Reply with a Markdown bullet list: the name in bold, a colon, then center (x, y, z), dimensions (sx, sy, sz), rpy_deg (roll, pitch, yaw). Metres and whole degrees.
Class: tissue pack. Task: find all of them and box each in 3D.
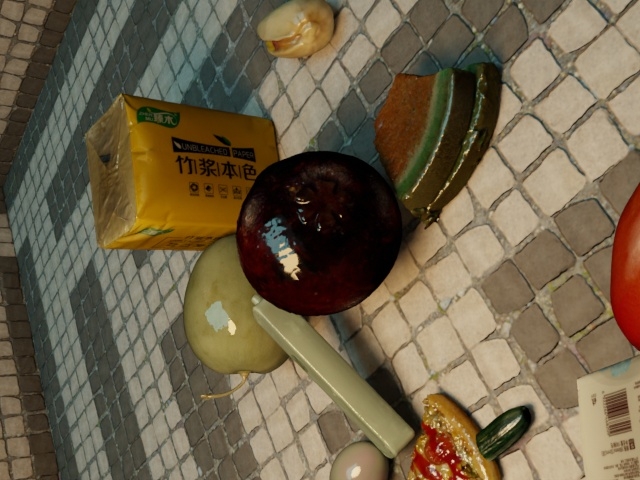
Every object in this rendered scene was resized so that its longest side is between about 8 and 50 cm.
- **tissue pack**: center (-0.288, -0.133, 1.472), dimensions (0.228, 0.382, 0.293), rpy_deg (-26, 69, 47)
- **tissue pack**: center (0.380, 0.185, 0.634), dimensions (0.229, 0.145, 0.159), rpy_deg (126, 153, -57)

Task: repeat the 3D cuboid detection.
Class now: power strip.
- **power strip**: center (0.011, 0.231, 1.209), dimensions (0.385, 0.062, 0.091), rpy_deg (44, 162, 14)

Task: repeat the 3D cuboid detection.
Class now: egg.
- **egg**: center (0.072, 0.429, 1.230), dimensions (0.103, 0.103, 0.135), rpy_deg (47, 119, 40)

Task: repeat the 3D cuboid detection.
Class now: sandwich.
- **sandwich**: center (0.185, -0.189, 1.140), dimensions (0.292, 0.109, 0.212), rpy_deg (-55, 51, 31)

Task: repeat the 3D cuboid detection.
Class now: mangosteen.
- **mangosteen**: center (-0.005, -0.012, 1.177), dimensions (0.293, 0.297, 0.296), rpy_deg (161, 110, -81)

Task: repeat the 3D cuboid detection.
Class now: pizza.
- **pizza**: center (0.197, 0.376, 1.125), dimensions (0.188, 0.062, 0.198), rpy_deg (53, 126, 39)

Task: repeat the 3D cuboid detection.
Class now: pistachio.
- **pistachio**: center (-0.047, -0.455, 1.428), dimensions (0.145, 0.117, 0.201), rpy_deg (-53, 29, -19)

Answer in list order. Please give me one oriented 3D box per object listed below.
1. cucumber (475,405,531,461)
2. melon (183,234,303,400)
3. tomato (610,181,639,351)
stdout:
- **cucumber**: center (0.290, 0.295, 1.036), dimensions (0.105, 0.048, 0.048), rpy_deg (-52, 52, 27)
- **melon**: center (-0.162, 0.141, 1.399), dimensions (0.272, 0.272, 0.307), rpy_deg (-17, 92, 47)
- **tomato**: center (0.453, 0.020, 0.732), dimensions (0.299, 0.226, 0.298), rpy_deg (-9, 77, 46)
